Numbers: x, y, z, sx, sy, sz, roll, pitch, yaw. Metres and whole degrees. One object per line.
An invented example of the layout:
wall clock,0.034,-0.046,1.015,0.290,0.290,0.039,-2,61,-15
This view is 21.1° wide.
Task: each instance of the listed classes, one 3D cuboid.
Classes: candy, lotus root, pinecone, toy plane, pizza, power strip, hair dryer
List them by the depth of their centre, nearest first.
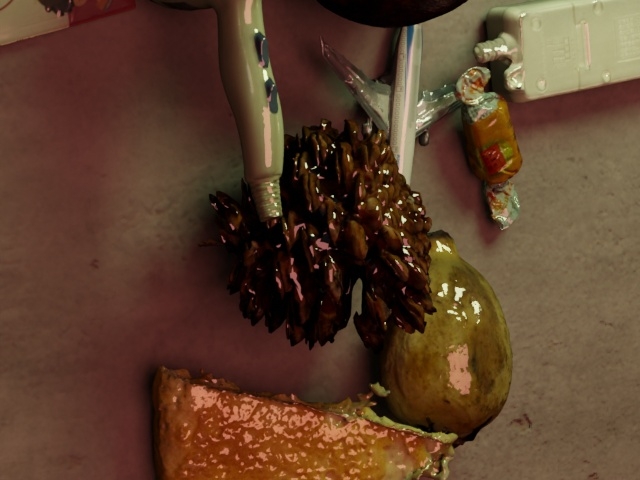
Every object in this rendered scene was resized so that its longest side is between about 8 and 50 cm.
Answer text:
hair dryer,-0.026,-0.210,1.413,0.119,0.296,0.298,-10,66,-40
pinecone,0.000,0.000,1.561,0.221,0.221,0.221,-4,100,-27
pizza,-0.010,0.229,1.631,0.287,0.075,0.280,-8,107,-9
toy plane,0.081,-0.140,1.660,0.226,0.058,0.226,5,99,-40
lotus root,0.120,0.097,1.685,0.138,0.138,0.214,-7,90,-27
candy,0.168,-0.097,1.713,0.053,0.046,0.182,-26,122,-13
power strip,0.294,-0.209,1.760,0.338,0.058,0.098,-13,105,-28

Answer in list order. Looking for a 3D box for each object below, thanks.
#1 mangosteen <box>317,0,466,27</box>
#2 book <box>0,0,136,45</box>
mangosteen,0.095,-0.305,1.557,0.289,0.231,0.231,-2,99,-43
book,-0.282,-0.249,1.472,0.232,0.022,0.162,-19,105,-25
